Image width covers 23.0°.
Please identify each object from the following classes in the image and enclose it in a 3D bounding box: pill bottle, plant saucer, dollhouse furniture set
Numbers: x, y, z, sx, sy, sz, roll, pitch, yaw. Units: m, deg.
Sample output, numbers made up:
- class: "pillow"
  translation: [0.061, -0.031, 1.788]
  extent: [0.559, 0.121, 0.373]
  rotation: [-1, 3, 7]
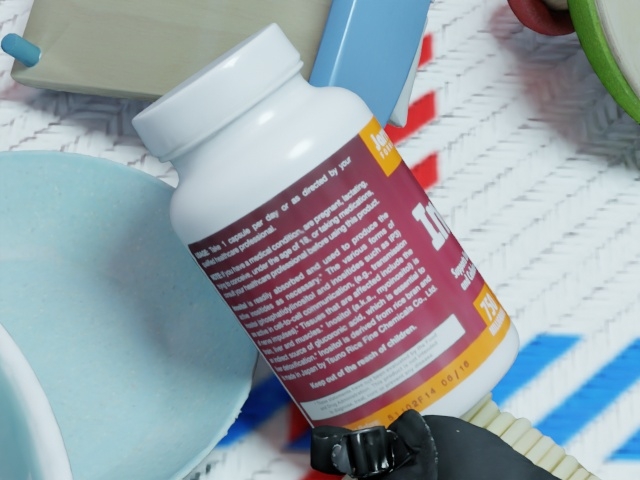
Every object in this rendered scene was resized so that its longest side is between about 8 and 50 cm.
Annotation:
- class: "pill bottle"
  translation: [0.000, 0.000, 0.582]
  extent: [0.086, 0.086, 0.152]
  rotation: [-41, 101, -32]
- class: "plant saucer"
  translation: [-0.120, 0.045, 0.615]
  extent: [0.195, 0.037, 0.195]
  rotation: [1, 47, -2]
- class: "dollhouse furniture set"
  translation: [-0.037, -0.155, 0.784]
  extent: [0.286, 0.198, 0.303]
  rotation: [7, 77, 33]

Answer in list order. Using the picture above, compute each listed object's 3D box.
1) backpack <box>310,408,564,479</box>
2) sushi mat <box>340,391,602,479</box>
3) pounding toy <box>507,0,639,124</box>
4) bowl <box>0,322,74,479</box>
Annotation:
- class: "backpack"
  translation: [0.032, 0.153, 0.449]
  extent: [0.152, 0.115, 0.182]
  rotation: [20, 50, 29]
- class: "sushi mat"
  translation: [0.009, 0.176, 0.517]
  extent: [0.151, 0.019, 0.316]
  rotation: [33, 55, 25]
- class: "pounding toy"
  translation: [0.171, -0.155, 0.749]
  extent: [0.183, 0.110, 0.237]
  rotation: [26, 78, -30]
- class: "bowl"
  translation: [-0.207, 0.147, 0.424]
  extent: [0.311, 0.163, 0.311]
  rotation: [-2, 45, 2]
